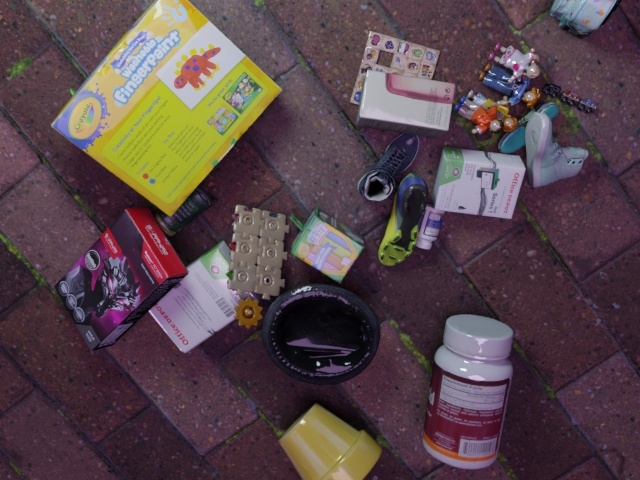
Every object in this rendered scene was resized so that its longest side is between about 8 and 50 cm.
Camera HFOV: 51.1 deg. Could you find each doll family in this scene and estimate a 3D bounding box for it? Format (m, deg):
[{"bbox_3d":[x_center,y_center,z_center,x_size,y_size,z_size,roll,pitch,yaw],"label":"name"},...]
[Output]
[{"bbox_3d":[0.490,-0.387,1.785,0.163,0.118,0.263,35,98,15],"label":"doll family"}]

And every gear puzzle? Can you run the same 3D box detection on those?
[{"bbox_3d":[-0.183,0.078,1.867,0.176,0.044,0.338,11,77,-29],"label":"gear puzzle"}]

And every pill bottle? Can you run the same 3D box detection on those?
[{"bbox_3d":[0.427,0.428,1.923,0.224,0.224,0.392,6,103,0],"label":"pill bottle"},{"bbox_3d":[0.305,-0.039,1.892,0.067,0.067,0.120,14,104,-2],"label":"pill bottle"}]

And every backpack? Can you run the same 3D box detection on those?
[{"bbox_3d":[0.675,-0.609,1.686,0.144,0.188,0.165,27,103,-5],"label":"backpack"}]

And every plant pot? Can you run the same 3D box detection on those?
[{"bbox_3d":[0.014,0.621,1.981,0.239,0.254,0.254,46,101,7],"label":"plant pot"}]

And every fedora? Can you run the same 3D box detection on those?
[{"bbox_3d":[0.000,0.251,1.923,0.334,0.152,0.334,-1,105,-3],"label":"fedora"}]

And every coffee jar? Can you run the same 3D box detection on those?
[{"bbox_3d":[-0.395,-0.081,1.881,0.184,0.096,0.079,-37,108,9],"label":"coffee jar"}]

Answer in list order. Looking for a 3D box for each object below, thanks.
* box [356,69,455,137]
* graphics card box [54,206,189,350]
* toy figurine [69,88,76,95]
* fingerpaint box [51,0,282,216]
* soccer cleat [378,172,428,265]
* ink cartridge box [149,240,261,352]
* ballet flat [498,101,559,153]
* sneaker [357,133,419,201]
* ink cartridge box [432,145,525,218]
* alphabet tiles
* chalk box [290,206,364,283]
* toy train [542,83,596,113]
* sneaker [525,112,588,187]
[{"bbox_3d":[0.220,-0.355,1.758,0.232,0.148,0.126,9,91,-2],"label":"box"},{"bbox_3d":[-0.559,0.109,1.854,0.371,0.094,0.232,-40,76,25],"label":"graphics card box"},{"bbox_3d":[-0.555,-0.394,1.807,0.159,0.130,0.173,-42,105,0],"label":"toy figurine"},{"bbox_3d":[-0.390,-0.353,1.717,0.371,0.163,0.445,39,94,-25],"label":"fingerpaint box"},{"bbox_3d":[0.233,-0.056,1.879,0.093,0.121,0.289,11,124,-9],"label":"soccer cleat"},{"bbox_3d":[-0.336,0.162,1.929,0.273,0.115,0.198,-35,100,8],"label":"ink cartridge box"},{"bbox_3d":[0.562,-0.309,1.826,0.188,0.070,0.070,-36,100,12],"label":"ballet flat"},{"bbox_3d":[0.192,-0.196,1.810,0.086,0.163,0.226,39,100,-6],"label":"sneaker"},{"bbox_3d":[0.431,-0.157,1.832,0.220,0.092,0.160,7,120,0],"label":"ink cartridge box"},{"bbox_3d":[0.197,-0.428,1.832,0.198,0.009,0.237,15,104,-3],"label":"alphabet tiles"},{"bbox_3d":[0.000,0.000,1.876,0.213,0.132,0.132,32,102,-5],"label":"chalk box"},{"bbox_3d":[0.681,-0.388,1.823,0.158,0.027,0.036,23,92,-4],"label":"toy train"},{"bbox_3d":[0.632,-0.255,1.779,0.151,0.094,0.256,-14,142,5],"label":"sneaker"}]
